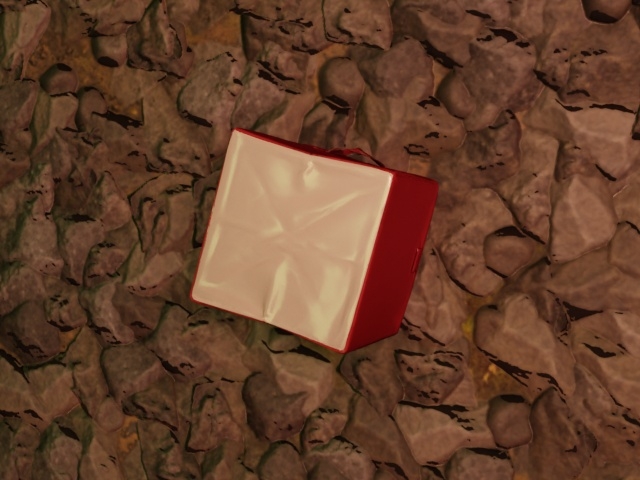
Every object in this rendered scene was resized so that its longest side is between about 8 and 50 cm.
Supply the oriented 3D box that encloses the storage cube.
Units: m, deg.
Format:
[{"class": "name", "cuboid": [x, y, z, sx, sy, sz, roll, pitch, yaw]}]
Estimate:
[{"class": "storage cube", "cuboid": [0.000, 0.000, 0.959, 0.183, 0.193, 0.215, 18, 96, 19]}]
